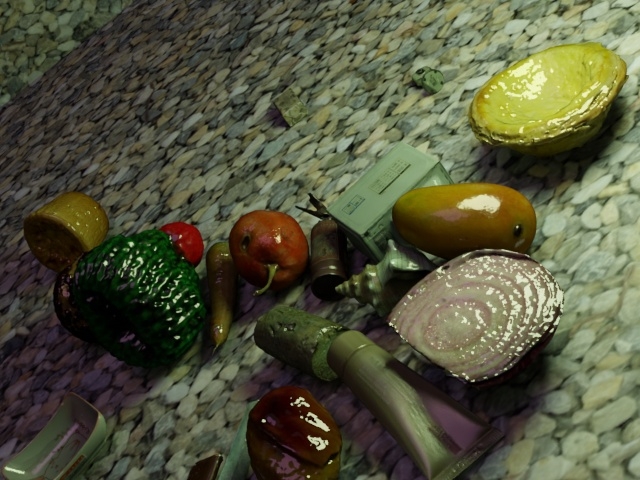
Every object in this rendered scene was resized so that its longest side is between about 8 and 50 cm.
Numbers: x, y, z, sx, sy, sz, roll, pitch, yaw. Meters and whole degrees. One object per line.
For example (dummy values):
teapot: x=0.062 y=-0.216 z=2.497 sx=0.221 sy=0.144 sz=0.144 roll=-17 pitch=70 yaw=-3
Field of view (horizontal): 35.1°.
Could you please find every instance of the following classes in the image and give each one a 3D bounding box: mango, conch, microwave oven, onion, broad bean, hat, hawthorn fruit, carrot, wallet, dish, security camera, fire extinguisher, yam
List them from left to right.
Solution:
dish: x=-0.514 y=0.421 z=2.010 sx=0.151 sy=0.077 sz=0.212 roll=21 pitch=65 yaw=48
hat: x=-0.330 y=0.079 z=2.099 sx=0.242 sy=0.274 sz=0.332 roll=-11 pitch=28 yaw=36
wallet: x=-0.223 y=0.456 z=1.743 sx=0.095 sy=0.026 sz=0.176 roll=-34 pitch=30 yaw=46
carrot: x=-0.205 y=0.123 z=2.085 sx=0.078 sy=0.078 sz=0.298 roll=-23 pitch=41 yaw=20
hawthorn fruit: x=-0.095 y=0.044 z=1.978 sx=0.165 sy=0.165 sz=0.285 roll=-33 pitch=25 yaw=7
broad bean: x=-0.042 y=0.338 z=1.660 sx=0.156 sy=0.122 sz=0.228 roll=-15 pitch=41 yaw=-11
yam: x=-0.032 y=0.182 z=1.834 sx=0.194 sy=0.107 sz=0.107 roll=16 pitch=62 yaw=50
fire extinguisher: x=0.008 y=-0.002 z=2.000 sx=0.075 sy=0.106 sz=0.252 roll=-28 pitch=37 yaw=23
microwave oven: x=0.145 y=-0.064 z=1.937 sx=0.208 sy=0.122 sz=0.162 roll=-43 pitch=36 yaw=-6
conch: x=0.138 y=0.055 z=1.800 sx=0.234 sy=0.137 sz=0.114 roll=-31 pitch=52 yaw=20
security camera: x=0.234 y=-0.365 z=2.261 sx=0.058 sy=0.058 sz=0.092 roll=-40 pitch=27 yaw=-3
mango: x=0.246 y=-0.030 z=1.757 sx=0.255 sy=0.139 sz=0.175 roll=2 pitch=8 yaw=14
onion: x=0.268 y=0.136 z=1.623 sx=0.247 sy=0.111 sz=0.250 roll=-38 pitch=41 yaw=-12

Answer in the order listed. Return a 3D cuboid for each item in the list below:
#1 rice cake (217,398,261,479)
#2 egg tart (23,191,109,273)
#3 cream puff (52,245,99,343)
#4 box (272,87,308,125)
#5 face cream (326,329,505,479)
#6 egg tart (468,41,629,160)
rice cake: x=-0.138 y=0.373 z=1.775 sx=0.043 sy=0.034 sz=0.211 roll=-17 pitch=40 yaw=40
egg tart: x=-0.618 y=-0.024 z=2.516 sx=0.203 sy=0.202 sz=0.147 roll=-7 pitch=32 yaw=36
cream puff: x=-0.485 y=0.112 z=2.252 sx=0.239 sy=0.165 sz=0.239 roll=-23 pitch=36 yaw=18
box: x=-0.073 y=-0.328 z=2.485 sx=0.062 sy=0.045 sz=0.098 roll=-38 pitch=37 yaw=2
face cream: x=0.135 y=0.261 z=1.635 sx=0.137 sy=0.084 sz=0.341 roll=-36 pitch=41 yaw=-14
egg tart: x=0.429 y=-0.250 z=1.891 sx=0.315 sy=0.120 sz=0.315 roll=-21 pitch=33 yaw=15
